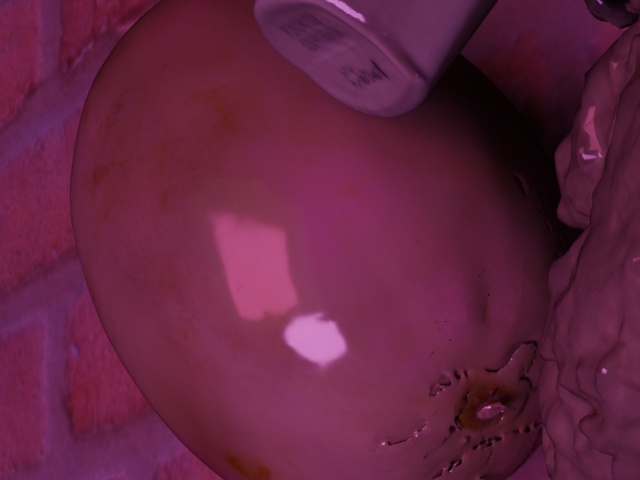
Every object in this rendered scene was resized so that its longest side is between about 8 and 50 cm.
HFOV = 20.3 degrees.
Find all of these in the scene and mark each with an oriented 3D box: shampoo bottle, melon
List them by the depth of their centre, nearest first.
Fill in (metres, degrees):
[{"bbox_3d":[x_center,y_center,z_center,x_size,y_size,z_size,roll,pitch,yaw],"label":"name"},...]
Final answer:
[{"bbox_3d":[0.113,-0.213,0.730,0.359,0.078,0.134,-53,10,-11],"label":"shampoo bottle"},{"bbox_3d":[0.000,0.000,0.859,0.317,0.223,0.223,50,122,44],"label":"melon"}]

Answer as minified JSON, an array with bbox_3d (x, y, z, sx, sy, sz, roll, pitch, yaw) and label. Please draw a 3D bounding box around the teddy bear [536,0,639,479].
[{"bbox_3d":[0.208,-0.058,0.631,0.357,0.224,0.368,-24,47,53],"label":"teddy bear"}]
